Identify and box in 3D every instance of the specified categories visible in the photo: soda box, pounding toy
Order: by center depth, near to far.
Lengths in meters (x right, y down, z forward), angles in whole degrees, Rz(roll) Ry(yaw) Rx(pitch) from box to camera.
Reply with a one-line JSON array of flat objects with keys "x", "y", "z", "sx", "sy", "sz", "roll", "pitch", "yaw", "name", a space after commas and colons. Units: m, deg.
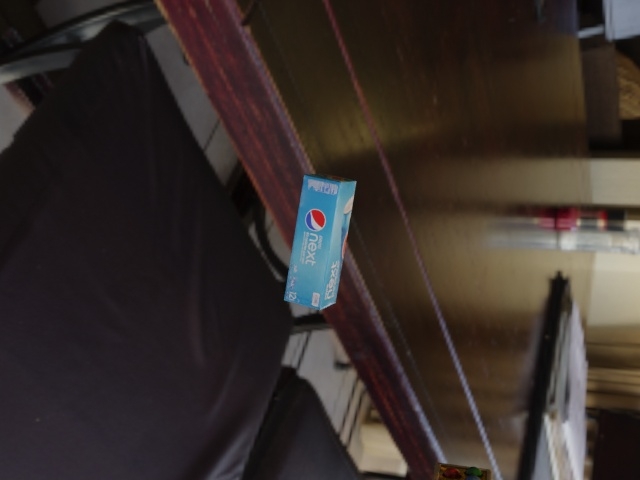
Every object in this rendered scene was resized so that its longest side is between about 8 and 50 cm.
[{"x": 0.000, "y": 0.000, "z": 1.405, "sx": 0.071, "sy": 0.067, "sz": 0.210, "roll": -13, "pitch": 115, "yaw": -66, "name": "soda box"}, {"x": 0.277, "y": 0.551, "z": 1.879, "sx": 0.206, "sy": 0.181, "sz": 0.094, "roll": -22, "pitch": 117, "yaw": -78, "name": "pounding toy"}]
